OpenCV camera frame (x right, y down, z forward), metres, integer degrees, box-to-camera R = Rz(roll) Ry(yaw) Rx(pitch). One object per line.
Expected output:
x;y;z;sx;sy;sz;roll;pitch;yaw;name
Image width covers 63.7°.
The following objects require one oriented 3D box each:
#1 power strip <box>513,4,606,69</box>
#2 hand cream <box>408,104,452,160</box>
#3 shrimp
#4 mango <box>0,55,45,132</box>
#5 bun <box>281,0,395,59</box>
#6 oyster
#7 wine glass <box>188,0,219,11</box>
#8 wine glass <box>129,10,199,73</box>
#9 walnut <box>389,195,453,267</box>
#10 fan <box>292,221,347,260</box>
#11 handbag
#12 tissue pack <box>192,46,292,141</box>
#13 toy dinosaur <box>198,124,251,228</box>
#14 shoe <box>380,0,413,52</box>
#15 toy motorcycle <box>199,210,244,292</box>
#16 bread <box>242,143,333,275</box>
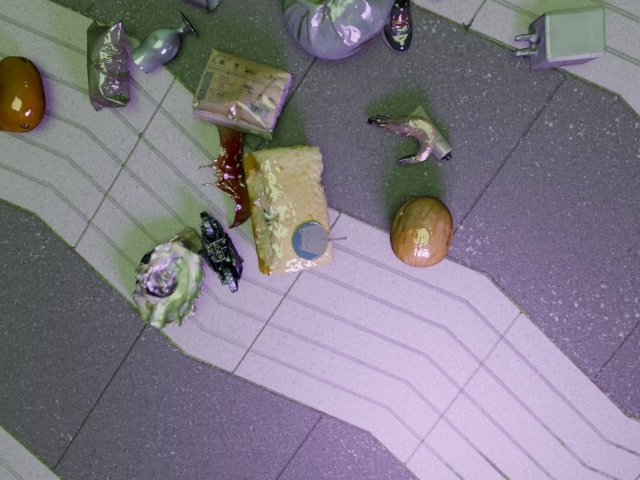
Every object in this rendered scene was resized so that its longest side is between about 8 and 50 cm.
0.677;-0.577;1.485;0.224;0.140;0.139;-6;99;3;power strip
0.336;-0.320;1.584;0.087;0.054;0.186;-42;87;12;hand cream
0.242;-0.312;1.580;0.219;0.046;0.152;16;113;14;shrimp
-0.921;-0.449;1.574;0.166;0.136;0.236;-13;85;16;mango
0.034;-0.690;1.431;0.361;0.211;0.362;8;111;22;bun
-0.472;0.127;1.655;0.237;0.115;0.351;21;94;8;oyster
-0.405;-0.771;1.522;0.222;0.103;0.103;29;98;-2;wine glass
-0.473;-0.593;1.556;0.202;0.093;0.093;-34;95;5;wine glass
0.306;-0.028;1.550;0.195;0.195;0.222;21;88;-1;walnut
0.000;0.000;1.515;0.175;0.005;0.113;-5;100;-23;fan
-0.635;-0.521;1.546;0.182;0.117;0.271;15;107;35;handbag
-0.235;-0.437;1.540;0.256;0.123;0.215;18;80;-2;tissue pack
-0.285;-0.221;1.611;0.206;0.113;0.327;-40;107;-18;toy dinosaur
0.221;-0.674;1.504;0.099;0.112;0.228;-9;96;3;shoe
-0.313;0.041;1.627;0.106;0.159;0.270;-22;81;-4;toy motorcycle
-0.101;-0.096;1.556;0.236;0.165;0.376;-8;97;-20;bread
